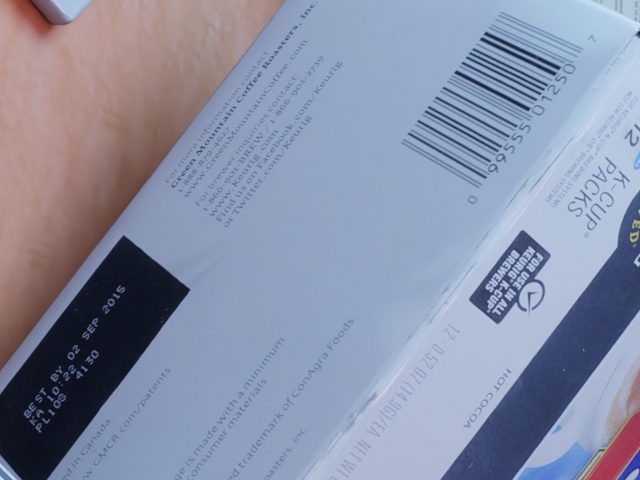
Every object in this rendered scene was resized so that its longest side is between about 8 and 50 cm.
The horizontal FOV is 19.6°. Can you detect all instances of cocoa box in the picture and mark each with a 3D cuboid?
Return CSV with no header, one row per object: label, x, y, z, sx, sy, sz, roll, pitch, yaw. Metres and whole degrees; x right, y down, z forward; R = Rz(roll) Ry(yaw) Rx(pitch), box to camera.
cocoa box,0.040,0.059,0.903,0.347,0.231,0.228,-53,130,-2

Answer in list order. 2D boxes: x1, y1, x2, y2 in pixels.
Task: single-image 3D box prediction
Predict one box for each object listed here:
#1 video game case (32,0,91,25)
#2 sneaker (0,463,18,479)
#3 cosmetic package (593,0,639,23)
video game case,-0.132,-0.254,0.968,0.193,0.023,0.212,51,62,-27
sneaker,-0.232,0.063,0.767,0.321,0.126,0.127,36,23,-19
cosmetic package,0.141,-0.152,1.132,0.309,0.113,0.160,2,89,-39
